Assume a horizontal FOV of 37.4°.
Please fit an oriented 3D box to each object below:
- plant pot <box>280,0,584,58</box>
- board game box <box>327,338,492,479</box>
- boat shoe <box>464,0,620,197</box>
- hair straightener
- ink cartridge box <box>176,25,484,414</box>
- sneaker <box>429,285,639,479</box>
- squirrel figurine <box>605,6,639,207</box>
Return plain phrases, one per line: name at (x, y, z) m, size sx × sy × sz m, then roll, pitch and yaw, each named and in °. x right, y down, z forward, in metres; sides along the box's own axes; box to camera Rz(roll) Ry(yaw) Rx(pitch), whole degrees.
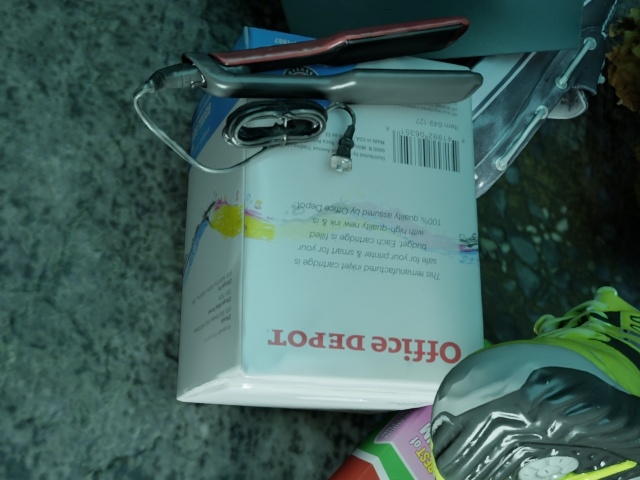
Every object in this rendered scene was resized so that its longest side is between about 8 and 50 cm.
plant pot at (0.078, -0.250, 0.755) m, size 0.234 × 0.165 × 0.166 m, roll -7°, pitch 60°, yaw 7°
board game box at (0.090, 0.267, 0.702) m, size 0.316 × 0.064 × 0.242 m, roll -43°, pitch 94°, yaw -27°
boat shoe at (0.204, -0.156, 0.849) m, size 0.102 × 0.108 × 0.301 m, roll 47°, pitch 66°, yaw -5°
hair straightener at (0.000, -0.087, 0.585) m, size 0.230 × 0.047 × 0.089 m, roll -9°, pitch 77°, yaw -23°
ink cartridge box at (0.000, 0.000, 0.682) m, size 0.171 × 0.168 × 0.233 m, roll 7°, pitch 73°, yaw -20°
sneaker at (0.167, 0.107, 0.623) m, size 0.384 × 0.145 × 0.147 m, roll 26°, pitch 42°, yaw -55°
squirrel figurine at (0.463, -0.121, 0.840) m, size 0.397 × 0.281 × 0.371 m, roll 21°, pitch 77°, yaw -7°
